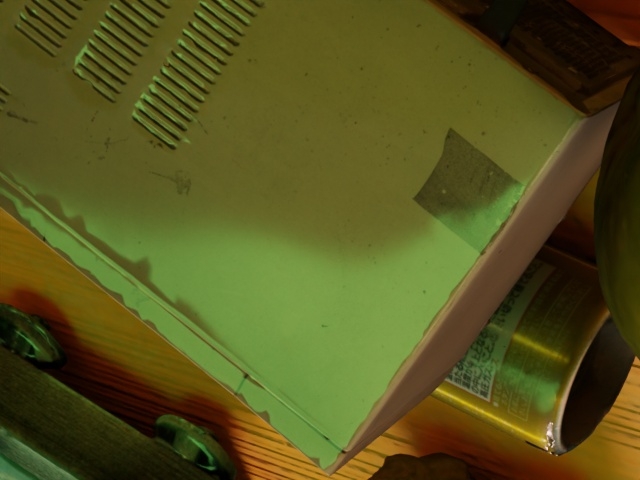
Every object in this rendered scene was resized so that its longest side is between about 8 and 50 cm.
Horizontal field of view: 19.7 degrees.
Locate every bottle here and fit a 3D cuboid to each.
[{"bbox_3d":[0.000,0.000,0.819,0.286,0.082,0.082,25,141,25],"label":"bottle"}]

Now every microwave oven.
[{"bbox_3d":[-0.021,-0.069,0.681,0.240,0.145,0.194,38,109,11],"label":"microwave oven"}]

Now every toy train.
[{"bbox_3d":[-0.139,0.139,1.104,0.248,0.101,0.159,29,156,23],"label":"toy train"}]

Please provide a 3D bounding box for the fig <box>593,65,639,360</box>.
[{"bbox_3d":[0.181,-0.010,0.548,0.191,0.181,0.181,33,144,6],"label":"fig"}]

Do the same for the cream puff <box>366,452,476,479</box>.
[{"bbox_3d":[0.067,0.173,0.912,0.156,0.156,0.121,30,-175,20],"label":"cream puff"}]
